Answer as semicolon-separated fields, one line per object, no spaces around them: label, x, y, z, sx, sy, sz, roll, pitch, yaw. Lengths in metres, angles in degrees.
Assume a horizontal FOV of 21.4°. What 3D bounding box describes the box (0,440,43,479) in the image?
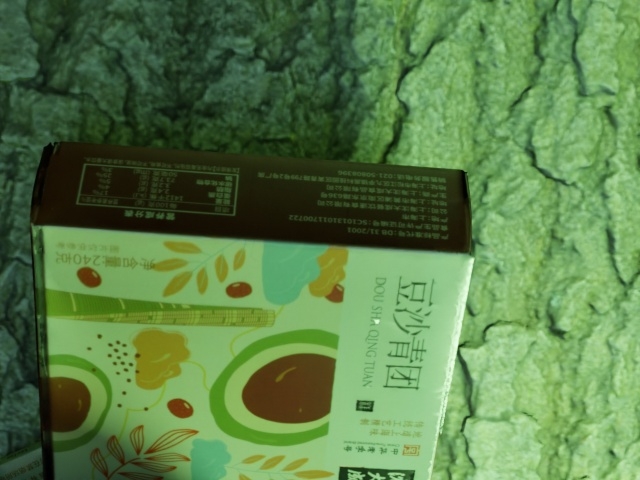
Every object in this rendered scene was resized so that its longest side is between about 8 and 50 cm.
box;-0.276;0.289;1.776;0.090;0.024;0.167;-25;110;10

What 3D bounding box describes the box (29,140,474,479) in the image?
box;-0.070;0.088;1.592;0.385;0.122;0.344;4;131;-2
